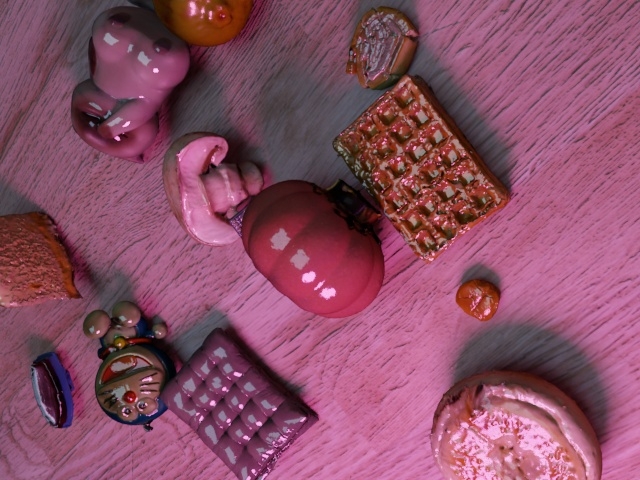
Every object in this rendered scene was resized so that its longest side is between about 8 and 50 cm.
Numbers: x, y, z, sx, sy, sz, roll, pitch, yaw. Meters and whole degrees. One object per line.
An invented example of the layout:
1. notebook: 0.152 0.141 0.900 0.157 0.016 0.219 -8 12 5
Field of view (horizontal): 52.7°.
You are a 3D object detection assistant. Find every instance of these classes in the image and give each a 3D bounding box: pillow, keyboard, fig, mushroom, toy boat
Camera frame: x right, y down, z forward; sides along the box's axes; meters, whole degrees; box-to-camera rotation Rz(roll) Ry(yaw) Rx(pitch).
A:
1. pillow: -0.193 0.383 1.497 0.326 0.101 0.228 41 91 18
2. keyboard: -0.129 0.008 1.404 0.176 0.055 0.014 56 161 -24
3. fig: -0.255 -0.514 1.324 0.230 0.207 0.207 41 116 15
4. mushroom: -0.246 -0.123 1.426 0.189 0.195 0.253 26 132 54
5. toy boat: -0.755 0.429 1.846 0.100 0.097 0.223 -16 91 16

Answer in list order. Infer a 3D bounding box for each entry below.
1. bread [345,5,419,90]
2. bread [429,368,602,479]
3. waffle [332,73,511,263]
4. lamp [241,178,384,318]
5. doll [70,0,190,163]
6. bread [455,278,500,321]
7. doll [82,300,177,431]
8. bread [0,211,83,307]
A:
1. bread: 0.116 -0.362 1.231 0.118 0.064 0.156 25 110 24
2. bread: 0.358 0.371 1.189 0.306 0.159 0.305 8 107 28
3. waffle: 0.189 -0.134 1.220 0.213 0.091 0.308 -41 80 28
4. lamp: 0.000 0.000 1.242 0.305 0.305 0.239 43 98 15
5. doll: -0.430 -0.350 1.448 0.215 0.226 0.370 24 110 -15
6. bread: 0.303 0.112 1.233 0.081 0.046 0.083 -35 84 32
7. doll: -0.467 0.320 1.620 0.199 0.186 0.321 -15 73 0
8. bread: -0.831 0.098 1.737 0.279 0.249 0.315 -42 66 34
